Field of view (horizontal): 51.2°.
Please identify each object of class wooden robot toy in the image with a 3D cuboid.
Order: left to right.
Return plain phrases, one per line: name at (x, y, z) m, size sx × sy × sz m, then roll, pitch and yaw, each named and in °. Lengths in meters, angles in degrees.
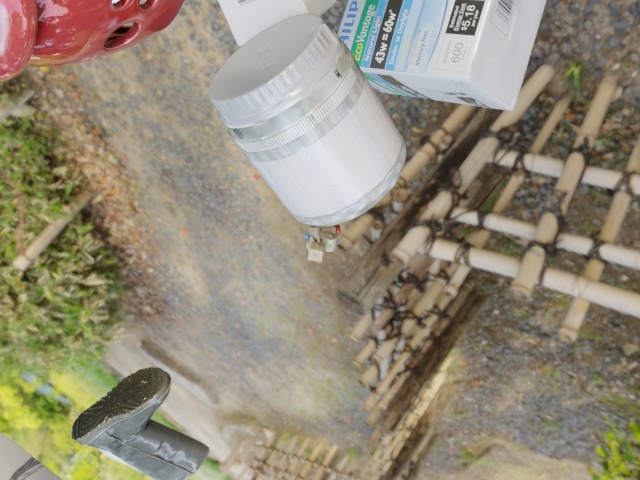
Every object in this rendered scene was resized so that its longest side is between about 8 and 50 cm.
wooden robot toy at (0.000, 0.000, 1.357) m, size 0.076 × 0.173 × 0.079 m, roll 2°, pitch 125°, yaw -6°

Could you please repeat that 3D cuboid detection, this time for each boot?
boot at (-0.240, 0.290, 1.009) m, size 0.208 × 0.189 × 0.076 m, roll 46°, pitch -159°, yaw -34°

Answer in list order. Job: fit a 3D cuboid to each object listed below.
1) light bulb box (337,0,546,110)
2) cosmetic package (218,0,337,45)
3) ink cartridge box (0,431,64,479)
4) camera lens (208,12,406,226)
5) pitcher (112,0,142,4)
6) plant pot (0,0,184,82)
light bulb box at (0.258, -0.493, 1.422) m, size 0.361 × 0.358 × 0.225 m, roll 18°, pitch -176°, yaw 39°
cosmetic package at (-0.044, -0.517, 1.163) m, size 0.156 × 0.385 × 0.217 m, roll -6°, pitch 124°, yaw 31°
ink cartridge box at (-0.542, 0.436, 1.078) m, size 0.283 × 0.117 × 0.207 m, roll 38°, pitch 113°, yaw -1°
camera lens at (-0.012, -0.174, 1.028) m, size 0.219 × 0.219 × 0.274 m, roll 11°, pitch 147°, yaw 48°
pitcher at (-0.358, -0.587, 1.421) m, size 0.207 × 0.178 × 0.125 m, roll -32°, pitch 91°, yaw 37°
plant pot at (-0.219, -0.214, 0.487) m, size 0.191 × 0.174 × 0.191 m, roll 20°, pitch 133°, yaw 23°
